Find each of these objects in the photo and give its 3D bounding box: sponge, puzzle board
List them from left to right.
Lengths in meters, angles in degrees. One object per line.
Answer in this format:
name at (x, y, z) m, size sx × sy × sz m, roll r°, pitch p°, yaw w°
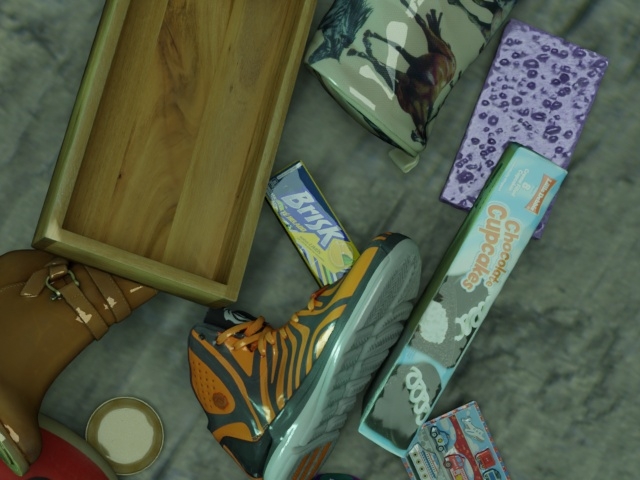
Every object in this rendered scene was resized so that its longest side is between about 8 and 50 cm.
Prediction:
puzzle board at (0.145, 0.244, 1.935) m, size 0.096 × 0.011 × 0.128 m, roll -25°, pitch 102°, yaw -1°
sponge at (0.217, -0.119, 1.954) m, size 0.117 × 0.031 × 0.210 m, roll 21°, pitch 88°, yaw 2°

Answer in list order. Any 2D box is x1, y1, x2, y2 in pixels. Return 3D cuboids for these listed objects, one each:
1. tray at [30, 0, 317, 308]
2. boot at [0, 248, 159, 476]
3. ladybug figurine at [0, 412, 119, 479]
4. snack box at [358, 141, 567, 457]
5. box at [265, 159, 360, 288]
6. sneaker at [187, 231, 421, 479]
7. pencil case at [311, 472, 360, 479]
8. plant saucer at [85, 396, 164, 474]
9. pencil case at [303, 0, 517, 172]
tray at (-0.136, -0.157, 1.866) m, size 0.203 × 0.076 × 0.411 m, roll 20°, pitch 73°, yaw -18°
boot at (-0.261, 0.101, 1.854) m, size 0.220 × 0.283 × 0.109 m, roll -21°, pitch 126°, yaw -9°
ladybug figurine at (-0.408, 0.306, 1.874) m, size 0.449 × 0.162 × 0.305 m, roll -3°, pitch 88°, yaw 0°
snack box at (0.141, 0.052, 1.850) m, size 0.060 × 0.187 × 0.322 m, roll 29°, pitch 96°, yaw 0°
box at (0.000, 0.000, 1.936) m, size 0.054 × 0.059 × 0.169 m, roll -32°, pitch 88°, yaw -3°
sneaker at (-0.035, 0.095, 1.854) m, size 0.180 × 0.124 × 0.321 m, roll 39°, pitch 114°, yaw 21°
pencil case at (0.013, 0.322, 1.921) m, size 0.070 × 0.064 × 0.151 m, roll 3°, pitch 88°, yaw 15°
plant saucer at (-0.208, 0.208, 1.950) m, size 0.083 × 0.015 × 0.083 m, roll 0°, pitch 87°, yaw 0°
pencil case at (0.146, -0.280, 1.895) m, size 0.183 × 0.160 × 0.410 m, roll 35°, pitch 88°, yaw -22°
